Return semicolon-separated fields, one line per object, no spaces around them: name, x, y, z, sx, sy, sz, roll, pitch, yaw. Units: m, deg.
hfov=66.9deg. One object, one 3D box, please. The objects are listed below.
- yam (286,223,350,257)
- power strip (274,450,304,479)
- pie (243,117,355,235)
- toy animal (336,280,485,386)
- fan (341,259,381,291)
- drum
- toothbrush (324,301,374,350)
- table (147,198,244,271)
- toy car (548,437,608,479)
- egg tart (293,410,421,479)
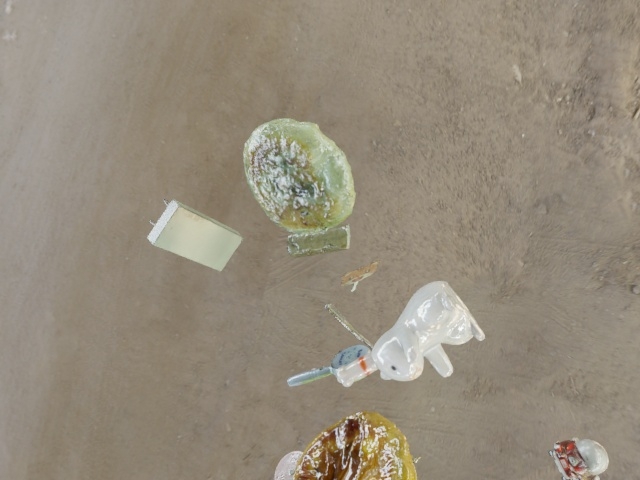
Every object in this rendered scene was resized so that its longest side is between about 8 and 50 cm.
yam;0.000;0.000;1.289;0.179;0.078;0.078;-10;80;21
power strip;-0.080;0.824;1.697;0.154;0.078;0.154;-24;36;19
pie;-0.035;-0.087;0.702;0.187;0.041;0.186;17;129;22
toy animal;0.171;0.208;0.916;0.282;0.140;0.138;-51;36;6
fan;0.134;0.137;1.732;0.153;0.226;0.008;-21;67;-15
drum;0.034;0.346;1.339;0.253;0.130;0.049;-17;106;34
toothbrush;0.108;0.294;1.545;0.031;0.030;0.297;-35;115;18
table;-0.347;-0.024;1.320;0.111;0.240;0.121;38;94;40
toy car;0.645;0.538;1.192;0.112;0.139;0.112;-38;51;29
egg tart;0.086;0.557;1.066;0.339;0.153;0.351;-36;31;15
